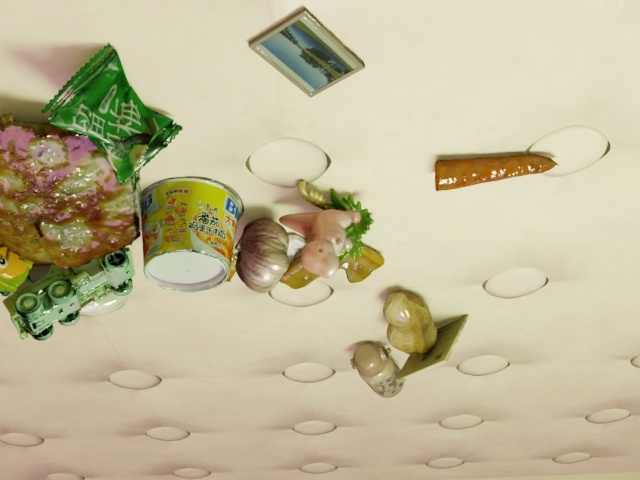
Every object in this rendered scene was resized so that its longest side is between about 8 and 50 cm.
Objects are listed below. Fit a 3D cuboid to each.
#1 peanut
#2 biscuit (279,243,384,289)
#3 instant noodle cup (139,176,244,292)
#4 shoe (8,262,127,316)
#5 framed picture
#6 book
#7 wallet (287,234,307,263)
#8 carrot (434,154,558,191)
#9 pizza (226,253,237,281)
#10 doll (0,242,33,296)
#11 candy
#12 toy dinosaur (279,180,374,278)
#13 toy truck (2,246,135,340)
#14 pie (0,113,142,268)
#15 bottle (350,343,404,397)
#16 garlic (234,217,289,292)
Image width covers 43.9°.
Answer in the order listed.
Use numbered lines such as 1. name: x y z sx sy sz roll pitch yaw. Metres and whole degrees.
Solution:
1. peanut: 0.208 0.198 1.893 0.120 0.110 0.236 -5 148 21
2. biscuit: 0.028 0.056 1.675 0.183 0.039 0.174 26 117 -39
3. instant noodle cup: -0.246 -0.001 1.498 0.205 0.153 0.205 -2 150 -1
4. shoe: -0.543 0.091 1.686 0.265 0.095 0.110 7 146 -11
5. framed picture: -0.019 -0.277 1.191 0.109 0.011 0.149 -24 143 31
6. book: 0.277 0.267 1.964 0.013 0.192 0.168 50 131 -8
7. wallet: -0.092 0.043 1.694 0.183 0.032 0.124 -23 146 28
8. carrot: 0.316 -0.129 1.423 0.224 0.057 0.057 -7 148 2
9. pizza: -0.223 0.044 1.678 0.099 0.035 0.160 20 144 -9
10. doll: -0.573 0.021 1.498 0.106 0.186 0.134 -22 115 30
11. candy: -0.320 -0.185 1.221 0.078 0.141 0.203 13 155 33
12. toy dinosaur: -0.004 0.004 1.471 0.177 0.194 0.152 -14 142 -44
13. toy truck: -0.505 0.080 1.596 0.259 0.135 0.128 -27 154 -22
14. pie: -0.455 -0.085 1.360 0.288 0.103 0.354 -2 138 -5
15. bottle: 0.159 0.344 2.143 0.110 0.097 0.209 -25 144 9
16. garlic: -0.117 0.026 1.545 0.102 0.159 0.147 12 120 -12
